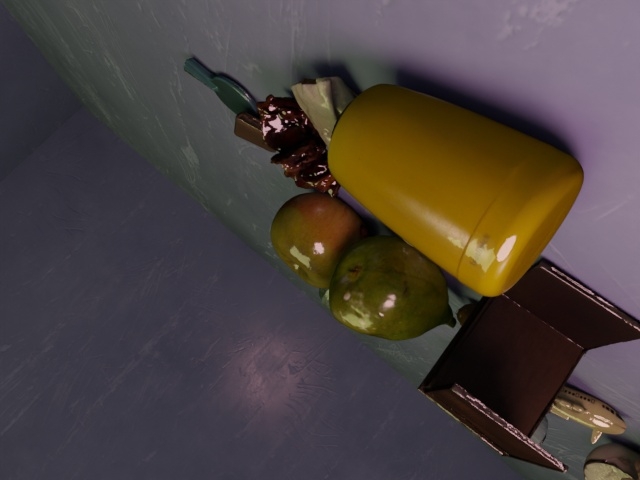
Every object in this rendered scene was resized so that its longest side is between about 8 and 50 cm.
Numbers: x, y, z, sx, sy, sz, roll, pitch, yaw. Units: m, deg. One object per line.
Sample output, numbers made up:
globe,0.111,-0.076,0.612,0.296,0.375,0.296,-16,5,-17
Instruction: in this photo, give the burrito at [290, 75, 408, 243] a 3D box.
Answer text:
burrito,0.099,-0.108,0.793,0.392,0.076,0.117,47,165,-27

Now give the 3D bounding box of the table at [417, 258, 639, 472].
table,0.328,0.206,0.816,0.196,0.250,0.282,38,168,14

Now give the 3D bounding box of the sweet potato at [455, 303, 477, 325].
sweet potato,0.403,0.216,1.070,0.233,0.062,0.081,35,-175,8

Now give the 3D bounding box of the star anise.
star anise,-0.024,-0.161,0.850,0.220,0.126,0.190,-93,-14,-77

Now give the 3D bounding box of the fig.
fig,0.161,0.106,1.065,0.233,0.233,0.314,32,-170,32

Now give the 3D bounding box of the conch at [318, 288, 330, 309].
conch,0.101,0.140,1.459,0.277,0.195,0.220,59,141,24

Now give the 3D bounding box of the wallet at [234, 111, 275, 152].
wallet,-0.134,-0.236,1.078,0.118,0.038,0.153,27,173,-12

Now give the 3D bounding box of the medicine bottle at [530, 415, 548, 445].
medicine bottle,0.485,0.449,1.396,0.318,0.158,0.158,42,167,-8

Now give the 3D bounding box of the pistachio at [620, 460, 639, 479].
pistachio,0.703,0.518,0.927,0.318,0.193,0.214,35,-177,-31

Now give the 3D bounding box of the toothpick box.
toothpick box,0.140,-0.075,0.582,0.271,0.175,0.175,38,168,28

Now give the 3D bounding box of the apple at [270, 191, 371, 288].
apple,0.000,0.000,1.186,0.261,0.194,0.261,38,166,11

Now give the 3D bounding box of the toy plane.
toy plane,0.537,0.358,1.087,0.244,0.092,0.229,31,-176,35

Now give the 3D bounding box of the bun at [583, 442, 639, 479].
bun,0.727,0.560,1.161,0.173,0.120,0.172,39,143,37

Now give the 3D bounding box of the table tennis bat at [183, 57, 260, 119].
table tennis bat,-0.212,-0.326,1.059,0.201,0.033,0.124,37,166,3
